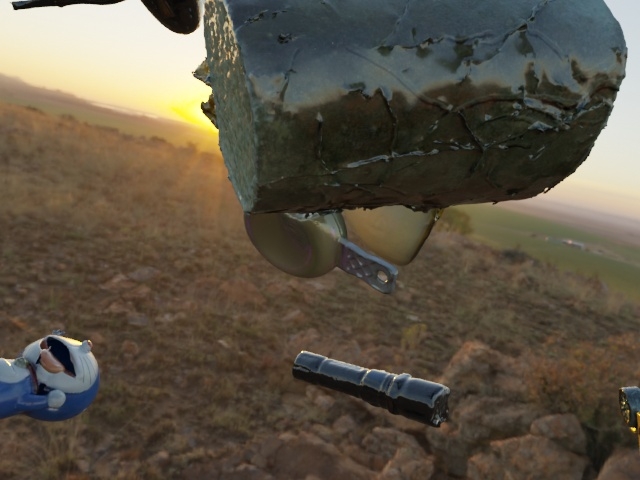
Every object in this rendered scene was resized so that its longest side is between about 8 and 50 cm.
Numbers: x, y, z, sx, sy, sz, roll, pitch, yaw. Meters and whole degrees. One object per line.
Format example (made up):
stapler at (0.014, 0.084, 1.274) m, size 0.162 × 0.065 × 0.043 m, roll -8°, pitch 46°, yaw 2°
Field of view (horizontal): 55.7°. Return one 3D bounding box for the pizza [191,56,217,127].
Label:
pizza at (-0.107, -0.230, 0.928) m, size 0.161 × 0.086 × 0.306 m, roll 16°, pitch 32°, yaw -26°

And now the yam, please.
yam at (0.070, -0.138, 0.586) m, size 0.347 × 0.241 × 0.241 m, roll -7°, pitch 14°, yaw -16°

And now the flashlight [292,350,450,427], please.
flashlight at (0.103, 0.343, 1.435) m, size 0.423 × 0.103 × 0.103 m, roll 6°, pitch 3°, yaw 38°

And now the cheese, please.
cheese at (0.000, 0.000, 0.959) m, size 0.286 × 0.163 × 0.082 m, roll 25°, pitch 42°, yaw 29°

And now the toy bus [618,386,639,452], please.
toy bus at (0.409, 0.235, 0.606) m, size 0.121 × 0.123 × 0.335 m, roll -5°, pitch 0°, yaw 10°

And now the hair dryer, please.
hair dryer at (-0.392, -0.449, 1.033) m, size 0.358 × 0.120 × 0.304 m, roll -7°, pitch -17°, yaw 9°

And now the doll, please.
doll at (-0.532, 0.253, 1.103) m, size 0.215 × 0.161 × 0.256 m, roll 24°, pitch 11°, yaw 28°

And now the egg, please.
egg at (0.114, -0.096, 1.081) m, size 0.173 × 0.265 × 0.286 m, roll 14°, pitch 28°, yaw -11°
